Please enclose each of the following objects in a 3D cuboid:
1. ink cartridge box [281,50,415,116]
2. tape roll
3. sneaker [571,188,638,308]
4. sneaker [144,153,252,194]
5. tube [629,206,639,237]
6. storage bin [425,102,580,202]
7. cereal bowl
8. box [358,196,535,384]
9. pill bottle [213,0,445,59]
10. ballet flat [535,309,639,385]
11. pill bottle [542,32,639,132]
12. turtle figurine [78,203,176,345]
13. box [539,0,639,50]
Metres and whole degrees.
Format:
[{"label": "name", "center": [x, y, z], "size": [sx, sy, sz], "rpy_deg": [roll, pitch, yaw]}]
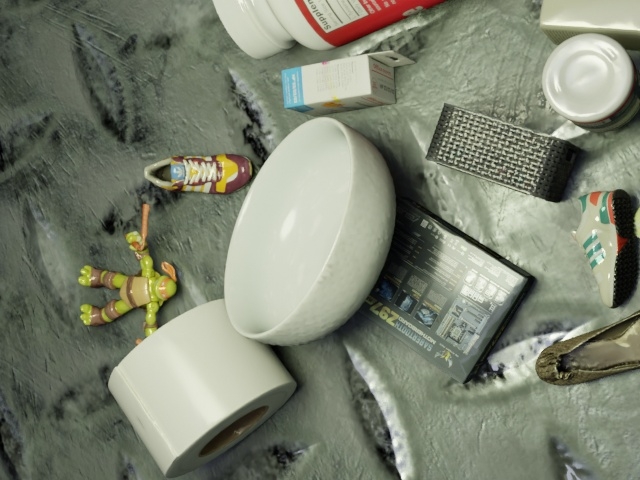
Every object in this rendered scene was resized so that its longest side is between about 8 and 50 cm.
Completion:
[{"label": "ink cartridge box", "center": [0.046, -0.235, 1.295], "size": [0.181, 0.104, 0.061], "rpy_deg": [-5, 88, 27]}, {"label": "tape roll", "center": [-0.181, 0.230, 1.334], "size": [0.246, 0.246, 0.169], "rpy_deg": [-44, 73, 20]}, {"label": "sneaker", "center": [0.382, 0.010, 1.165], "size": [0.075, 0.057, 0.161], "rpy_deg": [4, 101, 52]}, {"label": "sneaker", "center": [-0.205, -0.110, 1.432], "size": [0.185, 0.084, 0.069], "rpy_deg": [-5, 88, 27]}, {"label": "tube", "center": [0.487, -0.099, 1.107], "size": [0.062, 0.070, 0.240], "rpy_deg": [18, 106, -12]}, {"label": "storage bin", "center": [0.251, -0.120, 1.183], "size": [0.180, 0.122, 0.084], "rpy_deg": [22, 100, 25]}, {"label": "cereal bowl", "center": [0.000, 0.000, 1.255], "size": [0.339, 0.141, 0.339], "rpy_deg": [-41, 38, 42]}, {"label": "box", "center": [0.167, 0.070, 1.261], "size": [0.233, 0.059, 0.183], "rpy_deg": [34, 104, 22]}, {"label": "pill bottle", "center": [0.053, -0.412, 1.222], "size": [0.408, 0.229, 0.229], "rpy_deg": [-18, 82, 26]}, {"label": "ballet flat", "center": [0.404, 0.139, 1.144], "size": [0.250, 0.058, 0.084], "rpy_deg": [-22, 81, 25]}, {"label": "pill bottle", "center": [0.355, -0.195, 1.099], "size": [0.108, 0.180, 0.108], "rpy_deg": [0, 90, 26]}, {"label": "turtle figurine", "center": [-0.324, 0.076, 1.492], "size": [0.217, 0.087, 0.269], "rpy_deg": [-7, 96, 34]}, {"label": "box", "center": [0.432, -0.298, 1.100], "size": [0.275, 0.113, 0.094], "rpy_deg": [11, 94, 25]}]
